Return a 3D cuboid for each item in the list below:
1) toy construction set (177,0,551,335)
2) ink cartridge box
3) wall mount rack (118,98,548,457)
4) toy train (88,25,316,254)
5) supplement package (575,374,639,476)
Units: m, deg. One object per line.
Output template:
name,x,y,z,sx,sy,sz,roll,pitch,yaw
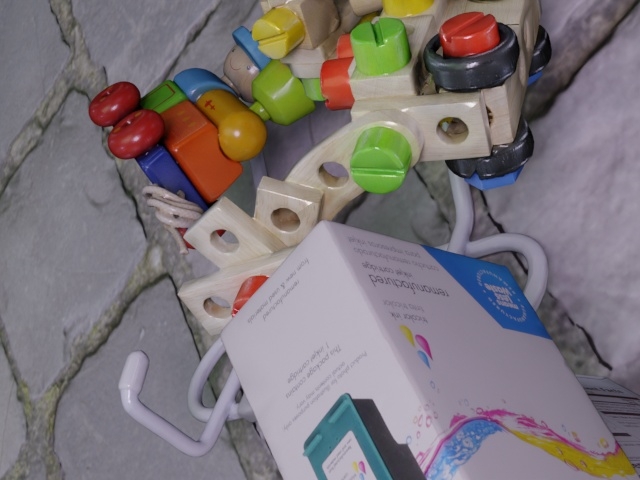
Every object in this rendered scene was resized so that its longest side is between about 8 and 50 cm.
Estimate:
toy construction set,0.022,-0.096,0.675,0.215,0.151,0.327,-3,51,20
ink cartridge box,0.067,0.110,0.453,0.078,0.134,0.231,-47,53,26
wall mount rack,0.000,0.000,0.837,0.350,0.130,0.304,-20,37,42
toy train,-0.063,-0.071,0.801,0.143,0.105,0.248,-37,28,-4
supplement package,0.158,0.209,0.580,0.263,0.198,0.199,31,105,43
